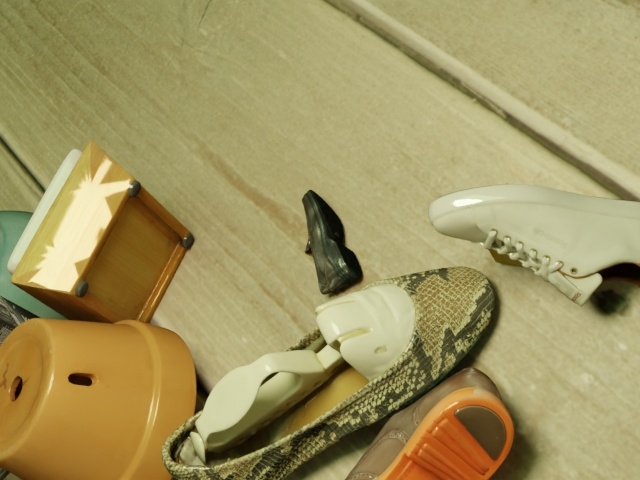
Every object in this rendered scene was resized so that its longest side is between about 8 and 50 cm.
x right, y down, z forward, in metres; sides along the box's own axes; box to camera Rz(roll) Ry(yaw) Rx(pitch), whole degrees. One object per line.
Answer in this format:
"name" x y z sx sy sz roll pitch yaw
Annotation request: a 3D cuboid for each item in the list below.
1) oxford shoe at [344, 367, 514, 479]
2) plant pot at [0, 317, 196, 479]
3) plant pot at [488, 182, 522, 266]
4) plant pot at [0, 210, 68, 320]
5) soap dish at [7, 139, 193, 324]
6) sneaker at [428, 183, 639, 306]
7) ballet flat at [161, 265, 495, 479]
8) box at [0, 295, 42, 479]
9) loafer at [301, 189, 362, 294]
"oxford shoe" 0.092 0.302 1.535 0.364 0.130 0.133 -45 14 14
"plant pot" -0.338 0.232 1.760 0.291 0.203 0.291 -28 51 40
"plant pot" 0.263 -0.011 1.597 0.083 0.081 0.081 18 75 27
"plant pot" -0.522 0.070 2.041 0.293 0.196 0.293 -18 56 28
"soap dish" -0.312 0.015 1.875 0.118 0.291 0.229 22 78 23
"sneaker" 0.268 0.008 1.496 0.290 0.106 0.123 6 72 3
"ballet flat" -0.004 0.175 1.610 0.483 0.182 0.164 -37 48 13
"box" -0.514 0.240 1.904 0.307 0.242 0.076 -47 47 5
"loafer" 0.000 0.000 1.794 0.061 0.062 0.170 -37 47 19
